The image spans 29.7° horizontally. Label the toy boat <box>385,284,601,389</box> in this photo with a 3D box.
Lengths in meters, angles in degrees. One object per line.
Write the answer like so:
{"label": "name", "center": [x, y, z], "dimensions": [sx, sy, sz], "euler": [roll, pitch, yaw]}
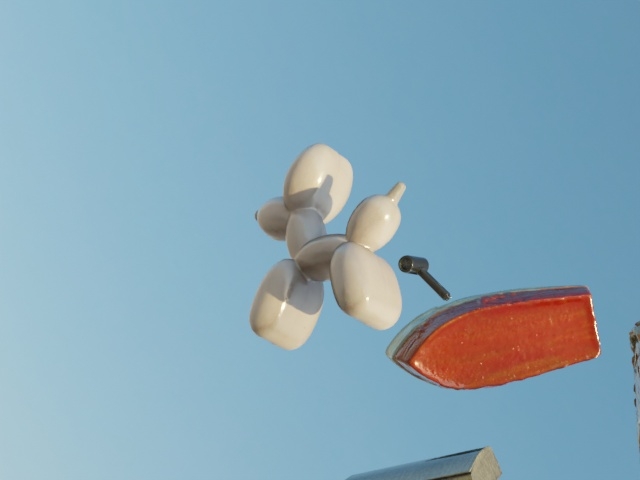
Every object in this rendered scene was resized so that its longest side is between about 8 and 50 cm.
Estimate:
{"label": "toy boat", "center": [0.268, 0.153, 1.906], "dimensions": [0.133, 0.331, 0.145], "euler": [-138, -143, -82]}

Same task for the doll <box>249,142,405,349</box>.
{"label": "doll", "center": [0.000, 0.000, 0.926], "dimensions": [0.161, 0.160, 0.059], "euler": [-15, -34, 42]}

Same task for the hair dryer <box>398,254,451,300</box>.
{"label": "hair dryer", "center": [0.144, 0.053, 1.628], "dimensions": [0.083, 0.047, 0.026], "euler": [48, -68, 27]}

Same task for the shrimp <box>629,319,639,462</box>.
{"label": "shrimp", "center": [0.327, 0.227, 1.122], "dimensions": [0.062, 0.164, 0.317], "euler": [-8, -77, 16]}

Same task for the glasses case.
{"label": "glasses case", "center": [0.115, 0.299, 1.471], "dimensions": [0.205, 0.071, 0.047], "euler": [-19, -83, 34]}
